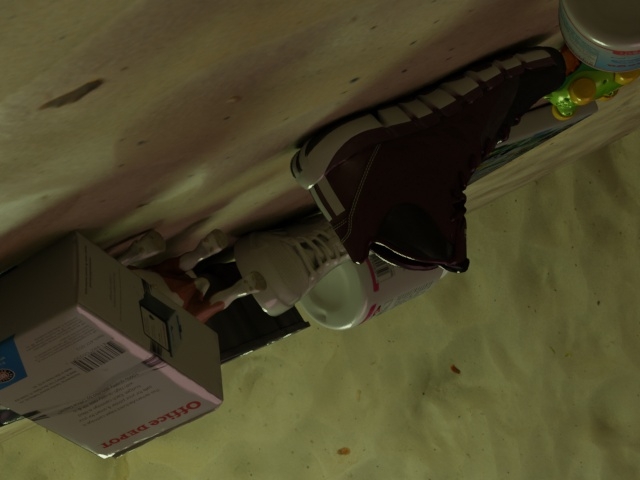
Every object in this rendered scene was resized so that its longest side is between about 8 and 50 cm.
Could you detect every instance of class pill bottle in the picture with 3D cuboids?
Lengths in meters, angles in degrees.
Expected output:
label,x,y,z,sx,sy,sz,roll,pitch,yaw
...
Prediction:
label,x,y,z,sx,sy,sz,roll,pitch,yaw
pill bottle,0.212,-0.165,0.798,0.087,0.087,0.160,-27,175,11
pill bottle,0.101,0.030,1.840,0.283,0.160,0.160,-20,172,-45

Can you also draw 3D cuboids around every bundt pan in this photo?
label,x,y,z,sx,sy,sz,roll,pitch,yaw
bundt pan,-0.187,0.122,1.501,0.331,0.124,0.331,-23,175,-2

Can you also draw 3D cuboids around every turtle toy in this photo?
label,x,y,z,sx,sy,sz,roll,pitch,yaw
turtle toy,0.281,-0.177,1.148,0.130,0.066,0.095,-26,175,-6

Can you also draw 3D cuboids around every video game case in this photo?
label,x,y,z,sx,sy,sz,roll,pitch,yaw
video game case,0.196,-0.107,1.629,0.329,0.036,0.300,-20,173,-42

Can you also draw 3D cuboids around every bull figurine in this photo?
label,x,y,z,sx,sy,sz,roll,pitch,yaw
bull figurine,-0.177,0.063,1.146,0.188,0.101,0.310,-32,173,27

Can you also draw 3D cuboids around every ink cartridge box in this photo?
label,x,y,z,sx,sy,sz,roll,pitch,yaw
ink cartridge box,-0.193,0.095,0.954,0.140,0.082,0.191,-27,138,20

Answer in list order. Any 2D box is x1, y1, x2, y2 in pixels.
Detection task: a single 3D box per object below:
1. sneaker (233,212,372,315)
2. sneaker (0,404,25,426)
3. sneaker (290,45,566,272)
label,x,y,z,sx,sy,sz,roll,pitch,yaw
sneaker,0.000,0.000,1.417,0.169,0.108,0.292,-29,-176,13
sneaker,-0.434,0.217,1.417,0.163,0.086,0.226,-39,161,18
sneaker,0.124,-0.059,1.024,0.281,0.162,0.106,-24,175,-15
